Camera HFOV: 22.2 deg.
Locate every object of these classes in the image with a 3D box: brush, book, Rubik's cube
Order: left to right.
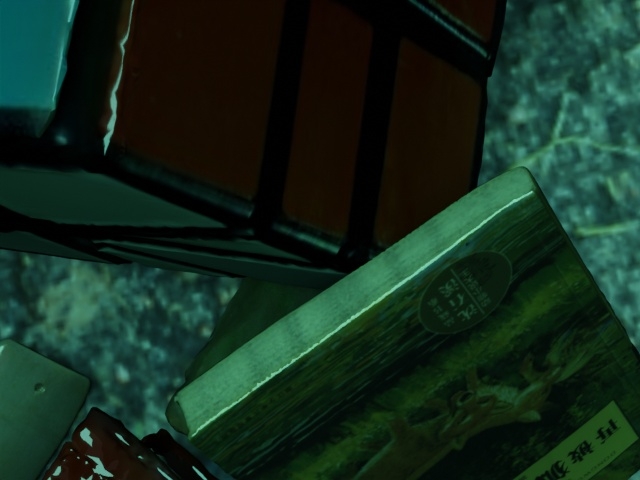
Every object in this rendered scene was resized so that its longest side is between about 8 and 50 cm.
[{"bbox_3d":[-0.205,0.198,0.768,0.050,0.060,0.321,26,85,52],"label":"brush"},{"bbox_3d":[-0.098,-0.141,0.654,0.288,0.293,0.283,7,80,27],"label":"Rubik's cube"},{"bbox_3d":[0.057,0.076,0.681,0.160,0.228,0.024,-36,50,3],"label":"book"}]

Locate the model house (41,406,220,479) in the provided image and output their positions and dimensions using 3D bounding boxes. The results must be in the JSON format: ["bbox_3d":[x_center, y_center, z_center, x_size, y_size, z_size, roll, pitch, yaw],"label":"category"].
[{"bbox_3d":[-0.085,0.230,0.703,0.196,0.160,0.254,37,89,10],"label":"model house"}]

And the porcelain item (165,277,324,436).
[{"bbox_3d":[0.000,0.000,0.767,0.081,0.069,0.215,16,84,35],"label":"porcelain item"}]
